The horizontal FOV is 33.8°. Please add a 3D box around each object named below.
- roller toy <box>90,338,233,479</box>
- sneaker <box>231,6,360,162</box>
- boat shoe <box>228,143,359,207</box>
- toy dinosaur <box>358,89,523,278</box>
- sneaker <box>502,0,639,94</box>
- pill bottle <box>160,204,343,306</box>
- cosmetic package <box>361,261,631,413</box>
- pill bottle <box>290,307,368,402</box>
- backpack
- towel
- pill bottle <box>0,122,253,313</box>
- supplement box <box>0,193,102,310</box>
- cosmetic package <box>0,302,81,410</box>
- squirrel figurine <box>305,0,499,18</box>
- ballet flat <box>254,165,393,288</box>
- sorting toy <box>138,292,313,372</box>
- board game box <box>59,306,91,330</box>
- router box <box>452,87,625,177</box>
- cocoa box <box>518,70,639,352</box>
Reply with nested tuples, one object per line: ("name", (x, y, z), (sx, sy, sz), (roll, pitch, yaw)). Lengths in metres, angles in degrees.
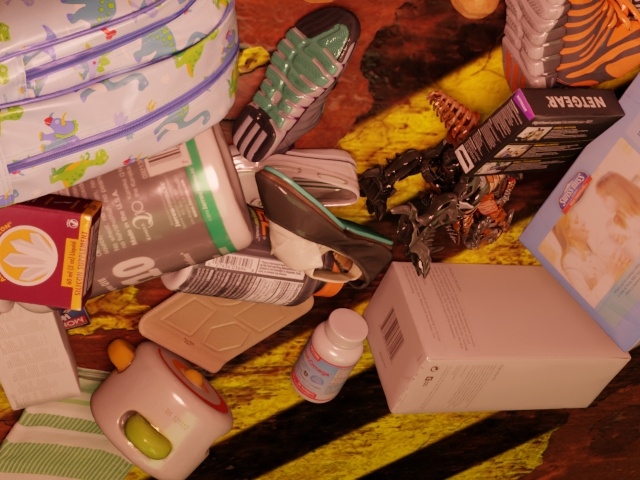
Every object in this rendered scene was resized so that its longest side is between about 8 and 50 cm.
("roller toy", (-0.234, 0.250, 1.582), (0.146, 0.209, 0.191), (-47, 139, 1))
("sneaker", (-0.017, -0.189, 1.268), (0.223, 0.083, 0.098), (-48, 161, 28))
("boat shoe", (-0.055, -0.077, 1.364), (0.226, 0.076, 0.083), (-6, 140, -13))
("toy dinosaur", (0.173, -0.087, 1.421), (0.218, 0.164, 0.322), (-31, 123, -6))
("sneaker", (0.314, -0.292, 1.231), (0.180, 0.124, 0.321), (-19, 152, -5))
("pill bottle", (-0.085, 0.020, 1.426), (0.246, 0.130, 0.130), (10, 134, -30))
("cosmetic package", (0.275, 0.153, 1.668), (0.365, 0.197, 0.155), (4, 137, -23))
("pill bottle", (0.016, 0.184, 1.691), (0.087, 0.087, 0.160), (4, 136, -25))
("backpack", (-0.250, -0.180, 1.024), (0.355, 0.290, 0.273), (-7, 126, -23))
("towel", (-0.390, 0.327, 1.750), (0.248, 0.038, 0.325), (16, 131, -33))
("pill bottle", (-0.277, -0.035, 1.231), (0.361, 0.204, 0.204), (-18, 141, 1))
("supplement box", (-0.329, 0.002, 1.089), (0.188, 0.081, 0.104), (8, 102, -5))
("cosmetic package", (-0.391, 0.132, 1.403), (0.099, 0.060, 0.239), (-12, 141, -10))
("squirrel figurine", (-0.002, -0.412, 0.893), (0.370, 0.281, 0.397), (10, 120, -16))
("ballet flat", (0.000, 0.000, 1.328), (0.280, 0.095, 0.096), (29, 91, -48))
("sorting toy", (-0.141, 0.104, 1.584), (0.208, 0.038, 0.193), (-36, 138, 15))
("board game box", (-0.423, 0.090, 1.438), (0.194, 0.060, 0.194), (-14, 142, -5))
("router box", (0.272, -0.134, 1.308), (0.179, 0.046, 0.133), (-6, 155, -39))
("cocoa box", (0.480, -0.063, 1.410), (0.228, 0.231, 0.347), (-19, 149, -41))
